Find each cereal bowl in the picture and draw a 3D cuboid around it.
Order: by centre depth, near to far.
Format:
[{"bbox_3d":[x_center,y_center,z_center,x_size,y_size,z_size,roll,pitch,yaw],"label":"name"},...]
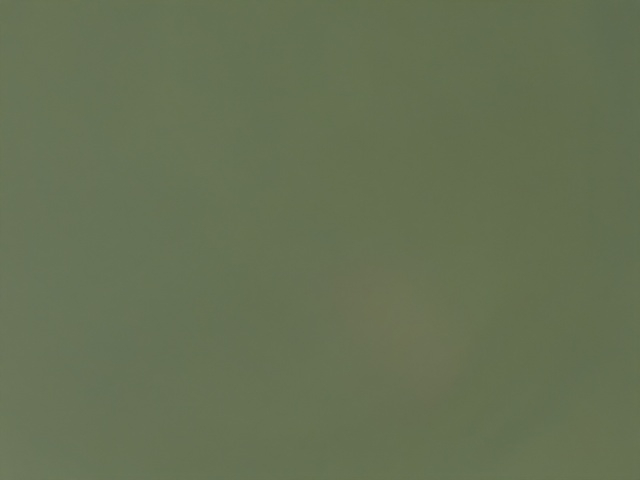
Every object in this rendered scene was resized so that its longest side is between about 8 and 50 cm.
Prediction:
[{"bbox_3d":[0.000,0.000,0.268,0.339,0.141,0.339,-2,-77,-9],"label":"cereal bowl"}]
